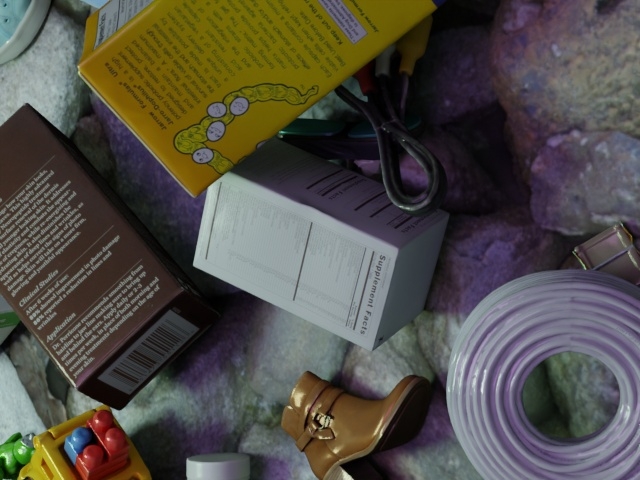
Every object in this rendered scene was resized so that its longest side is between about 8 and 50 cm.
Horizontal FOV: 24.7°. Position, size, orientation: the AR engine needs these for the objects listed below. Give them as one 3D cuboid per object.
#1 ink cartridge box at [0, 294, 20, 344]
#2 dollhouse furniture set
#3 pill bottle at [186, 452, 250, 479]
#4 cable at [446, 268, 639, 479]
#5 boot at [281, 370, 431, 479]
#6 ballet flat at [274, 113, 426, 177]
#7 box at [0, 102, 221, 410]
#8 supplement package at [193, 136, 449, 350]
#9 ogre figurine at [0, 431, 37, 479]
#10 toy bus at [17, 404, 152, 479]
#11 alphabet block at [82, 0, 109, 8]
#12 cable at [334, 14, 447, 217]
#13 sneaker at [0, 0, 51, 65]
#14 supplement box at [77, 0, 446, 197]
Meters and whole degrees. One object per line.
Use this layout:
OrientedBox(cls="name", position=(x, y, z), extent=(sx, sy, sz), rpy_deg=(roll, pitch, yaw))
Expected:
OrientedBox(cls="ink cartridge box", position=(-0.526, 0.090, 2.115), extent=(0.219, 0.092, 0.160), rpy_deg=(-45, 65, 42))
OrientedBox(cls="dollhouse furniture set", position=(0.282, 0.053, 1.555), extent=(0.152, 0.058, 0.076), rpy_deg=(-33, 64, 14))
OrientedBox(cls="pill bottle", position=(-0.125, 0.368, 1.829), extent=(0.108, 0.108, 0.193), rpy_deg=(-2, 91, 38))
OrientedBox(cls="cable", position=(0.254, 0.158, 1.484), extent=(0.257, 0.089, 0.257), rpy_deg=(14, 100, 9))
OrientedBox(cls="boot", position=(0.034, 0.201, 1.725), extent=(0.152, 0.073, 0.197), rpy_deg=(45, 115, 32))
OrientedBox(cls="ballet flat", position=(0.039, -0.110, 1.714), extent=(0.203, 0.074, 0.074), rpy_deg=(1, 93, 32))
OrientedBox(cls="box", position=(-0.327, 0.020, 1.913), extent=(0.191, 0.143, 0.381), rpy_deg=(-43, 65, 1))
OrientedBox(cls="supplement package", position=(0.000, 0.000, 1.657), extent=(0.244, 0.134, 0.139), rpy_deg=(25, 119, 21))
OrientedBox(cls="ogre figurine", position=(-0.434, 0.343, 2.083), extent=(0.197, 0.097, 0.118), rpy_deg=(-19, 98, 52))
OrientedBox(cls="toy bus", position=(-0.277, 0.321, 1.878), extent=(0.220, 0.149, 0.211), rpy_deg=(53, 146, 22))
OrientedBox(cls="alphabet block", position=(-0.163, -0.357, 1.772), extent=(0.192, 0.197, 0.193), rpy_deg=(30, 110, 32))
OrientedBox(cls="cable", position=(0.067, -0.151, 1.621), extent=(0.139, 0.072, 0.287), rpy_deg=(-16, 53, 21))
OrientedBox(cls="sneaker", position=(-0.442, -0.411, 2.015), extent=(0.135, 0.150, 0.366), rpy_deg=(39, 115, 31))
OrientedBox(cls="supplement box", position=(-0.063, -0.250, 1.570), extent=(0.356, 0.194, 0.195), rpy_deg=(-37, 112, 11))
